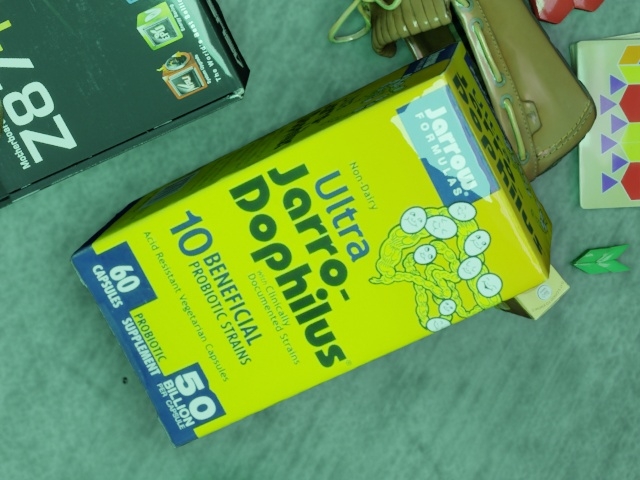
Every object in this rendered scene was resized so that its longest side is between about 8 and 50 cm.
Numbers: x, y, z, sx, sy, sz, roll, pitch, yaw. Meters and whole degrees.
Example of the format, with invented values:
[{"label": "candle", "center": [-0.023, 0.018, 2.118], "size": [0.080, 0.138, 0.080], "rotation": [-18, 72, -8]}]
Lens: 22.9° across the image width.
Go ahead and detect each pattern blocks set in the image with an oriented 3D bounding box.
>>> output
[{"label": "pattern blocks set", "center": [0.321, -0.125, 1.594], "size": [0.285, 0.026, 0.325], "rotation": [5, 92, -14]}]

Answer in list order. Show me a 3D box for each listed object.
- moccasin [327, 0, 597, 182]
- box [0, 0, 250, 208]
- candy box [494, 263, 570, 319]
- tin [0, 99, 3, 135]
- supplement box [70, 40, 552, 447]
[{"label": "moccasin", "center": [0.097, -0.215, 1.472], "size": [0.147, 0.139, 0.380], "rotation": [-39, 103, -23]}, {"label": "box", "center": [-0.284, -0.240, 1.333], "size": [0.318, 0.097, 0.395], "rotation": [-22, 108, 9]}, {"label": "candy box", "center": [0.148, -0.011, 1.517], "size": [0.053, 0.109, 0.187], "rotation": [-43, 102, -8]}, {"label": "tin", "center": [-0.353, -0.123, 1.307], "size": [0.189, 0.040, 0.106], "rotation": [33, 103, -11]}, {"label": "supplement box", "center": [0.000, 0.000, 1.372], "size": [0.356, 0.195, 0.194], "rotation": [-26, 100, 14]}]
